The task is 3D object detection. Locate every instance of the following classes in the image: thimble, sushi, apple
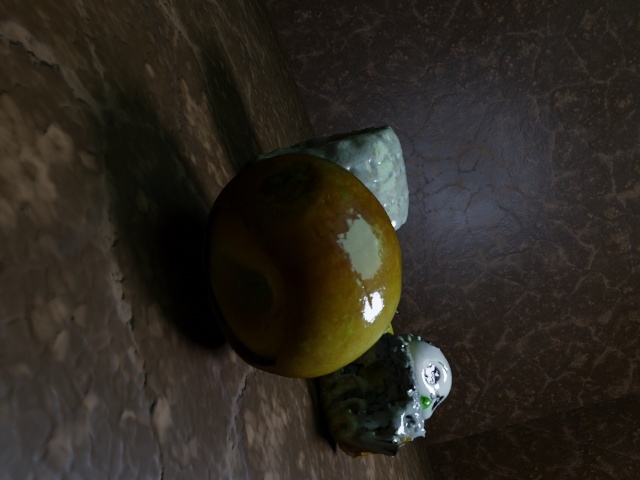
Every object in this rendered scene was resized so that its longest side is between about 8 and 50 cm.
[{"bbox_3d":[0.018,-0.104,0.836,0.291,0.292,0.195,-80,157,-74],"label":"thimble"},{"bbox_3d":[0.098,0.290,0.790,0.274,0.184,0.139,-95,163,-49],"label":"sushi"},{"bbox_3d":[-0.023,0.029,0.463,0.207,0.237,0.236,-40,114,-53],"label":"apple"}]

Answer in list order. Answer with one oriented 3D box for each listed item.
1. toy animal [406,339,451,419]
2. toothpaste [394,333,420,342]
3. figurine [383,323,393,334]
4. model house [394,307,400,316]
[{"bbox_3d":[0.222,0.389,1.149,0.212,0.267,0.212,-14,90,-80],"label":"toy animal"},{"bbox_3d":[0.195,0.316,1.277,0.038,0.234,0.060,-21,90,-57],"label":"toothpaste"},{"bbox_3d":[0.109,0.257,1.033,0.218,0.169,0.326,16,32,-27],"label":"figurine"},{"bbox_3d":[0.105,0.211,1.322,0.207,0.153,0.294,27,3,-4],"label":"model house"}]
